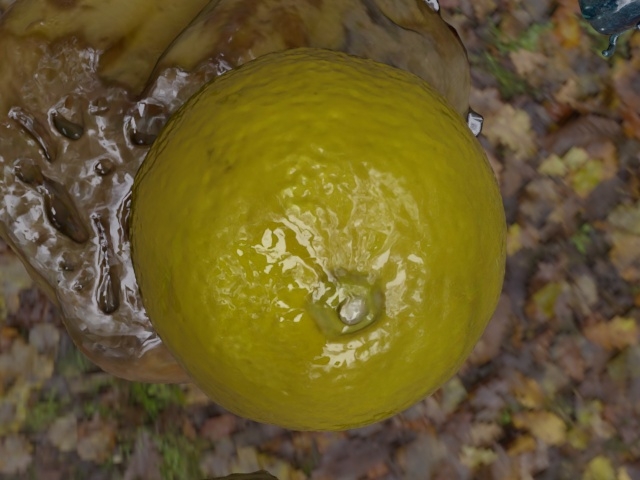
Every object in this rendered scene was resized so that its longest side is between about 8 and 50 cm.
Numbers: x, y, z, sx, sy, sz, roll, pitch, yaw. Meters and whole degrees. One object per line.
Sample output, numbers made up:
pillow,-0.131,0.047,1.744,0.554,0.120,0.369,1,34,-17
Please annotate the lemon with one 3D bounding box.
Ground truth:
lemon,0.000,0.000,0.778,0.178,0.203,0.178,-3,108,-9

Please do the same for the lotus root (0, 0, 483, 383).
lotus root,-0.073,-0.067,1.034,0.316,0.250,0.316,5,107,17

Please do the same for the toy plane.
toy plane,0.186,-0.188,1.032,0.060,0.235,0.096,-28,110,32

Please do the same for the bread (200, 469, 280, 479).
bread,-0.014,0.220,0.516,0.183,0.388,0.236,-38,104,-2
